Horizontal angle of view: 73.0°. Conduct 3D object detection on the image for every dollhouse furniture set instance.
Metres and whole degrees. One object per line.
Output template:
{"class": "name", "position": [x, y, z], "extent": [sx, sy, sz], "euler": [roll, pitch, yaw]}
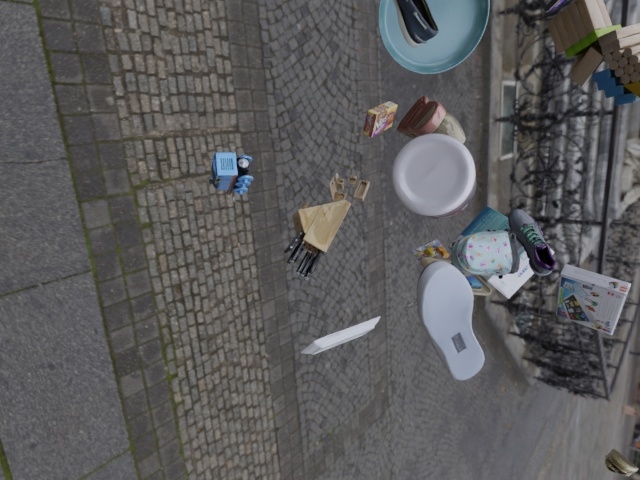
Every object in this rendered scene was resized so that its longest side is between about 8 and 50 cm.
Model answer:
{"class": "dollhouse furniture set", "position": [0.142, -0.272, 2.105], "extent": [0.123, 0.151, 0.144], "euler": [71, 37, -54]}

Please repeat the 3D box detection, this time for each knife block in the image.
{"class": "knife block", "position": [0.000, 0.000, 1.538], "extent": [0.276, 0.088, 0.242], "euler": [-14, 84, -21]}

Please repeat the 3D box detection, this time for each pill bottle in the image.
{"class": "pill bottle", "position": [0.336, -0.167, 1.240], "extent": [0.363, 0.210, 0.210], "euler": [-1, 97, -69]}

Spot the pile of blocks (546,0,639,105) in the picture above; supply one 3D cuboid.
{"class": "pile of blocks", "position": [0.676, -0.407, 0.970], "extent": [0.113, 0.362, 0.149], "euler": [-20, 155, -17]}

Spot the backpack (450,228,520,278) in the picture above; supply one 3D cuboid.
{"class": "backpack", "position": [0.471, 0.033, 1.246], "extent": [0.115, 0.182, 0.151], "euler": [113, -27, -75]}

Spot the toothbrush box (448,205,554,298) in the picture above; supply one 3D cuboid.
{"class": "toothbrush box", "position": [0.626, 0.033, 1.534], "extent": [0.126, 0.295, 0.216], "euler": [36, 102, -22]}

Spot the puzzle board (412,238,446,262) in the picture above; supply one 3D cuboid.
{"class": "puzzle board", "position": [0.488, 0.044, 1.954], "extent": [0.128, 0.096, 0.011], "euler": [-26, 125, 4]}

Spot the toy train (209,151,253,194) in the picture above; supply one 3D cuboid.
{"class": "toy train", "position": [-0.243, -0.178, 1.166], "extent": [0.105, 0.184, 0.080], "euler": [-1, 79, -19]}

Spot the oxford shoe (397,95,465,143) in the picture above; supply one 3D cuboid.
{"class": "oxford shoe", "position": [0.349, -0.362, 1.387], "extent": [0.147, 0.397, 0.140], "euler": [34, 111, -12]}

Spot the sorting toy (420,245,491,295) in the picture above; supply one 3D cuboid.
{"class": "sorting toy", "position": [0.520, 0.107, 1.743], "extent": [0.229, 0.307, 0.041], "euler": [4, 123, -28]}

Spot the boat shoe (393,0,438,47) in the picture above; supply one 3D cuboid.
{"class": "boat shoe", "position": [0.211, -0.604, 1.042], "extent": [0.095, 0.079, 0.254], "euler": [-27, 100, -40]}

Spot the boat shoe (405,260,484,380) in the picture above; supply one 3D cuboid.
{"class": "boat shoe", "position": [0.295, 0.173, 1.059], "extent": [0.136, 0.156, 0.367], "euler": [-32, 122, -3]}

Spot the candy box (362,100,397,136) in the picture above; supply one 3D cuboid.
{"class": "candy box", "position": [0.265, -0.540, 1.919], "extent": [0.187, 0.053, 0.109], "euler": [-38, 150, -44]}

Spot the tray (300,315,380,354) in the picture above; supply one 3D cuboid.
{"class": "tray", "position": [0.073, 0.330, 1.473], "extent": [0.270, 0.145, 0.030], "euler": [-14, 69, -29]}

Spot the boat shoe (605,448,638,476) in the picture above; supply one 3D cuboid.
{"class": "boat shoe", "position": [0.658, 0.498, 0.959], "extent": [0.048, 0.056, 0.153], "euler": [-52, 147, 3]}

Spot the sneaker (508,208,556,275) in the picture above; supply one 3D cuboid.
{"class": "sneaker", "position": [0.652, -0.006, 1.313], "extent": [0.098, 0.083, 0.223], "euler": [55, 12, -75]}

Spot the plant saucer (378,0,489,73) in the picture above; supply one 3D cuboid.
{"class": "plant saucer", "position": [0.321, -0.650, 1.245], "extent": [0.043, 0.318, 0.317], "euler": [-96, 173, -66]}

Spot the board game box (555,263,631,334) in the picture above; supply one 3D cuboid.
{"class": "board game box", "position": [0.938, 0.211, 1.509], "extent": [0.053, 0.193, 0.305], "euler": [-54, 142, -19]}

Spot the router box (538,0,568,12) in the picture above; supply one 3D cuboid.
{"class": "router box", "position": [0.447, -0.615, 0.805], "extent": [0.243, 0.081, 0.308], "euler": [-30, 86, -15]}
